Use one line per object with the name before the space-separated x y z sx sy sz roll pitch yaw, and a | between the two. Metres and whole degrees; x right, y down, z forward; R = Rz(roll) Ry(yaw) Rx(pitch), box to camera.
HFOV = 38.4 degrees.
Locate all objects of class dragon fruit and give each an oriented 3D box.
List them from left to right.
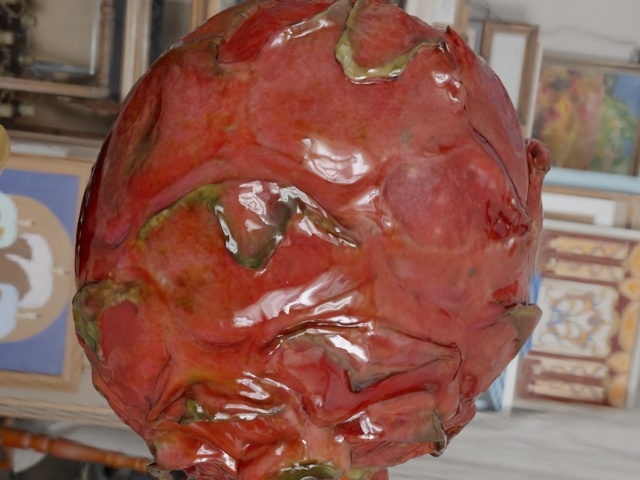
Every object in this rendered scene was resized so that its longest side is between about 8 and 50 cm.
dragon fruit | -0.006 0.006 0.444 0.241 0.240 0.252 -26 118 -76

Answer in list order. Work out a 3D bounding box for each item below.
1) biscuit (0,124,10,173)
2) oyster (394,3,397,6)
biscuit | -0.474 -0.088 0.900 0.057 0.312 0.351 125 -26 -51
oyster | 0.011 -0.150 0.857 0.045 0.146 0.122 -168 -115 -76
